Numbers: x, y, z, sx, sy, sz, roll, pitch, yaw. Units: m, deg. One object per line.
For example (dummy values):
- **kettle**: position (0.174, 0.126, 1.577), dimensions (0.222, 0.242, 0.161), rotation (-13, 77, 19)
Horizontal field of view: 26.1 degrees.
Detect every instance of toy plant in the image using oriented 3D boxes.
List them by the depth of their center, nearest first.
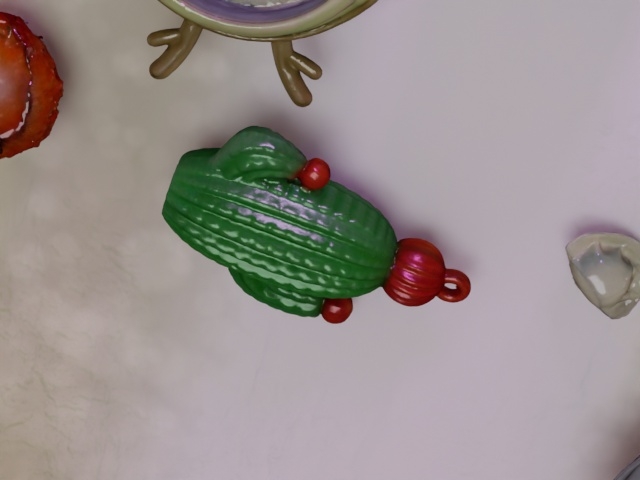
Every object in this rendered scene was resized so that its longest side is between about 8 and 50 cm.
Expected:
- **toy plant**: position (-0.013, 0.003, 1.099), dimensions (0.240, 0.088, 0.154), rotation (37, 131, -21)

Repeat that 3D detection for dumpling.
- **dumpling**: position (0.228, 0.023, 1.080), dimensions (0.059, 0.043, 0.077), rotation (-36, 90, 9)

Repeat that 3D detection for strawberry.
- **strawberry**: position (-0.289, -0.127, 1.100), dimensions (0.188, 0.082, 0.121), rotation (6, 99, 20)

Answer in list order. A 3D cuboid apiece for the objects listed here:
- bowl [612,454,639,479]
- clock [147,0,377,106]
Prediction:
- **bowl**: position (0.320, 0.219, 1.137), dimensions (0.189, 0.086, 0.189), rotation (5, 117, 10)
- **clock**: position (-0.045, -0.247, 0.964), dimensions (0.235, 0.096, 0.308), rotation (13, 119, 4)
